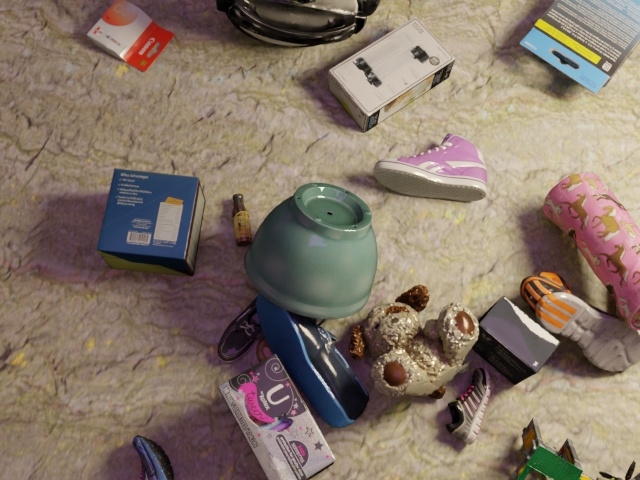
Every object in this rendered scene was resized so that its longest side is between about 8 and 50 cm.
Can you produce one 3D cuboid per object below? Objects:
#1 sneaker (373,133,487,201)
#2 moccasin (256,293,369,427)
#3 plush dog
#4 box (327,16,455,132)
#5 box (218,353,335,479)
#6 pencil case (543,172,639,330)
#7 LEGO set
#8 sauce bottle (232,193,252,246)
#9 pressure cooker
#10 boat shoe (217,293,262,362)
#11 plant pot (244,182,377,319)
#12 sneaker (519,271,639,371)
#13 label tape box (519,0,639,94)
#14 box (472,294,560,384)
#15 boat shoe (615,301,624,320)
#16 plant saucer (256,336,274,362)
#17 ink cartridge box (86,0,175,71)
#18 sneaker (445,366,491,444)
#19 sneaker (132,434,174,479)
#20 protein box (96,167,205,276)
[{"bbox_3d":[0.269,-0.193,1.771,0.282,0.102,0.160,10,66,-10],"label":"sneaker"},{"bbox_3d":[-0.018,0.245,1.584,0.117,0.138,0.341,-30,91,-40],"label":"moccasin"},{"bbox_3d":[0.191,0.226,1.579,0.262,0.210,0.225,-35,55,-13],"label":"plush dog"},{"bbox_3d":[0.179,-0.428,1.855,0.290,0.087,0.169,-36,75,-14],"label":"box"},{"bbox_3d":[-0.087,0.385,1.497,0.142,0.163,0.247,-30,73,-11],"label":"box"},{"bbox_3d":[0.651,0.019,1.597,0.167,0.160,0.386,15,35,-33],"label":"pencil case"},{"bbox_3d":[0.499,0.529,1.489,0.332,0.192,0.254,22,100,9],"label":"LEGO set"},{"bbox_3d":[-0.191,-0.050,1.723,0.042,0.042,0.128,-10,71,-6],"label":"sauce bottle"},{"bbox_3d":[-0.070,-0.678,1.778,0.370,0.375,0.420,-9,71,25],"label":"pressure cooker"},{"bbox_3d":[-0.161,0.185,1.622,0.075,0.065,0.206,38,73,11],"label":"boat shoe"},{"bbox_3d":[0.000,0.000,1.556,0.293,0.196,0.293,14,35,-10],"label":"plant pot"},{"bbox_3d":[0.583,0.164,1.626,0.321,0.180,0.124,34,107,-22],"label":"sneaker"},{"bbox_3d":[0.696,-0.533,1.903,0.241,0.106,0.333,38,73,11],"label":"label tape box"},{"bbox_3d":[0.415,0.221,1.580,0.156,0.158,0.093,41,73,12],"label":"box"},{"bbox_3d":[0.742,0.068,1.683,0.095,0.095,0.257,3,69,-1],"label":"boat shoe"},{"bbox_3d":[-0.104,0.248,1.627,0.084,0.015,0.083,1,70,-2],"label":"plant saucer"},{"bbox_3d":[-0.499,-0.543,1.897,0.179,0.045,0.145,29,71,11],"label":"ink cartridge box"},{"bbox_3d":[0.320,0.354,1.577,0.075,0.063,0.170,19,75,-1],"label":"sneaker"},{"bbox_3d":[-0.346,0.508,1.488,0.087,0.083,0.221,-26,70,-6],"label":"sneaker"},{"bbox_3d":[-0.384,-0.040,1.661,0.200,0.136,0.201,6,69,0],"label":"protein box"}]
